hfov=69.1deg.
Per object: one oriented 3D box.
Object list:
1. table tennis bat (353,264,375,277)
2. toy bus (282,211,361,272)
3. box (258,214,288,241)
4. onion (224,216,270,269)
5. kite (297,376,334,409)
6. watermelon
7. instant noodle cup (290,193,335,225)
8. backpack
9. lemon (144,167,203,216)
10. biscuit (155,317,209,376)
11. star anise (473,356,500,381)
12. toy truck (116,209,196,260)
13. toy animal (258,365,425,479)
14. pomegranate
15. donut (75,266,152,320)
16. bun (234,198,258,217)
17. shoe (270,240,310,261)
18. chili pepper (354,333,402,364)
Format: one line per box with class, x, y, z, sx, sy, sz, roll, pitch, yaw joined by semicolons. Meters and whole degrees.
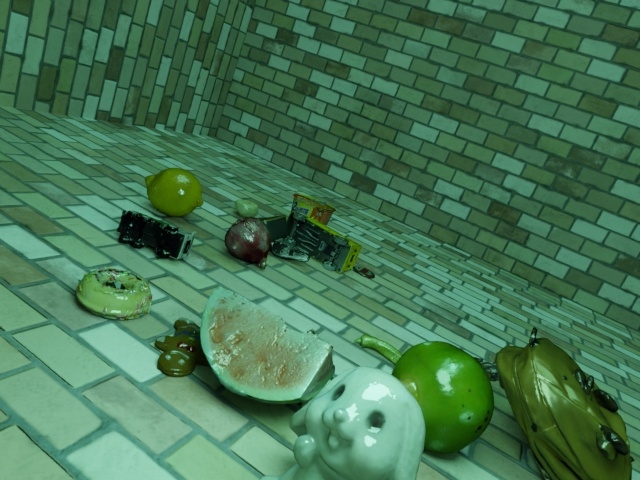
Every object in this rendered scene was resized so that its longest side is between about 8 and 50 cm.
table tennis bat;0.164;0.122;1.992;0.155;0.019;0.098;30;18;18
toy bus;0.000;0.000;1.951;0.330;0.144;0.152;31;18;27
box;-0.220;-0.041;1.814;0.145;0.090;0.201;-7;6;19
onion;-0.239;0.015;1.620;0.194;0.159;0.159;53;24;10
kite;0.020;0.353;0.935;0.152;0.015;0.285;-17;29;-15
watermelon;-0.128;0.224;0.977;0.305;0.180;0.224;25;5;22
instant noodle cup;-0.055;-0.101;2.158;0.214;0.174;0.213;19;15;-5
backpack;0.578;0.403;1.106;0.377;0.201;0.354;56;26;13
lemon;-0.557;-0.186;1.779;0.244;0.186;0.187;20;16;6
biscuit;-0.289;0.233;1.020;0.138;0.031;0.205;22;17;1
star anise;0.406;0.367;1.307;0.231;0.081;0.262;-11;-3;-7
toy truck;-0.516;-0.021;1.449;0.243;0.101;0.125;21;4;8
toy animal;0.053;0.343;0.700;0.174;0.289;0.249;3;44;-52
pomegranate;0.224;0.332;1.006;0.302;0.235;0.236;13;18;-28
donut;-0.477;0.118;1.088;0.175;0.068;0.174;19;17;-6
bun;-0.341;-0.141;2.117;0.115;0.069;0.115;19;14;-5
shoe;-0.117;0.049;1.804;0.160;0.062;0.053;16;-12;3
chili pepper;0.197;0.321;1.326;0.208;0.043;0.049;27;4;18
